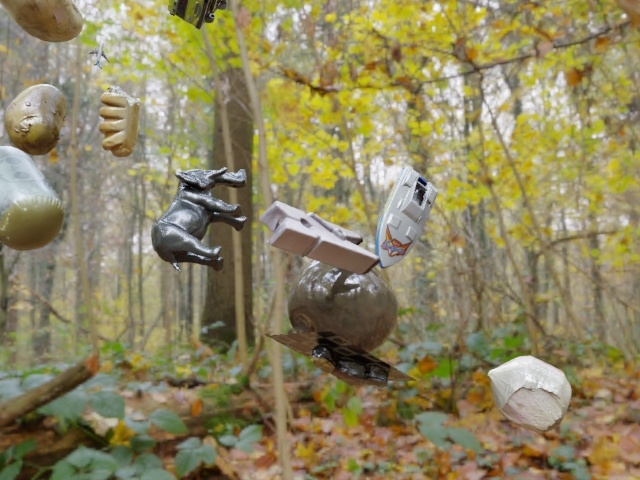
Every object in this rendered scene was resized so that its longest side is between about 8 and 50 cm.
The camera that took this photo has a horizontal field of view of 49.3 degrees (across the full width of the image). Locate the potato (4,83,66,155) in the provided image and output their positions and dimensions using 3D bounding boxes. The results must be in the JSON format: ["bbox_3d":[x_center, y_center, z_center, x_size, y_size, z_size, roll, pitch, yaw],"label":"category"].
[{"bbox_3d":[-0.664,-0.281,1.629,0.137,0.176,0.137,2,-38,2],"label":"potato"}]

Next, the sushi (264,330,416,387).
[{"bbox_3d":[0.026,0.184,1.016,0.201,0.031,0.139,33,-30,-34],"label":"sushi"}]

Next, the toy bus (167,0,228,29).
[{"bbox_3d":[-0.365,-0.771,2.153,0.150,0.262,0.128,26,-50,-4],"label":"toy bus"}]

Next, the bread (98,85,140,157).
[{"bbox_3d":[-0.500,-0.295,1.725,0.084,0.177,0.119,4,4,3],"label":"bread"}]

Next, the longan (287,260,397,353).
[{"bbox_3d":[0.055,0.173,1.864,0.297,0.297,0.297,-2,-10,0],"label":"longan"}]

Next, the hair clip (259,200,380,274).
[{"bbox_3d":[0.003,-0.003,1.605,0.085,0.101,0.331,-40,-36,23],"label":"hair clip"}]

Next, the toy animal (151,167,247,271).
[{"bbox_3d":[-0.213,-0.052,1.259,0.146,0.245,0.114,17,-47,10],"label":"toy animal"}]

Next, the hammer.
[{"bbox_3d":[-0.566,-0.031,1.071,0.305,0.202,0.113,-26,-43,-26],"label":"hammer"}]

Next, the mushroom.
[{"bbox_3d":[-0.402,-0.357,1.004,0.112,0.148,0.148,-40,-14,2],"label":"mushroom"}]

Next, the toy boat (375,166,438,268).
[{"bbox_3d":[0.219,-0.050,1.864,0.129,0.295,0.088,35,-25,-21],"label":"toy boat"}]

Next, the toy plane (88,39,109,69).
[{"bbox_3d":[-0.651,-0.548,2.056,0.024,0.084,0.078,-1,-7,33],"label":"toy plane"}]

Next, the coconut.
[{"bbox_3d":[0.316,0.231,1.069,0.124,0.110,0.110,19,-6,12],"label":"coconut"}]
